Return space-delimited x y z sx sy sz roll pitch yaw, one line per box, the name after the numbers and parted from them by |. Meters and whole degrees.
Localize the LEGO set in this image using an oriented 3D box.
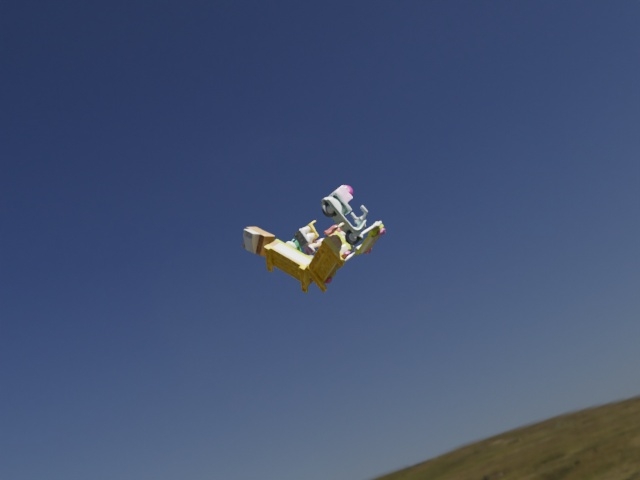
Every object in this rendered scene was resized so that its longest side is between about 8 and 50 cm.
0.000 0.000 1.292 0.107 0.132 0.287 -32 7 -32 | LEGO set
